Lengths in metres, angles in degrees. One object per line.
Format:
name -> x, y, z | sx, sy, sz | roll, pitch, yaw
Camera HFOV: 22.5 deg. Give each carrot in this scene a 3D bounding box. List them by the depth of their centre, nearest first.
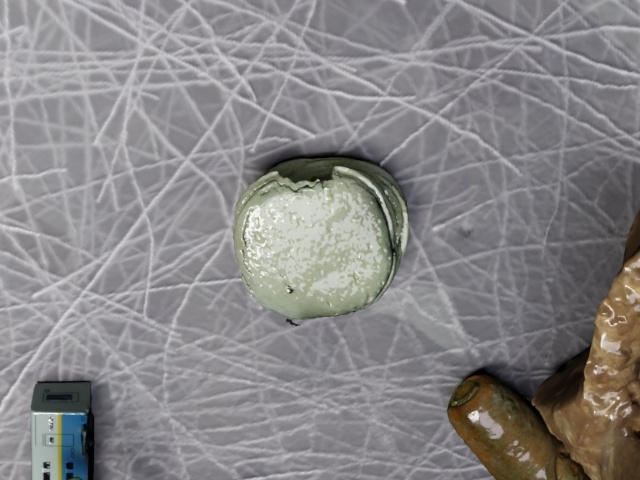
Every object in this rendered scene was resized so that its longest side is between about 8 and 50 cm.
carrot -> 0.223, 0.238, 1.396 | 0.070, 0.070, 0.342 | -36, 117, 10

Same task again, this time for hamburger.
hamburger -> 0.000, 0.000, 1.247 | 0.140, 0.062, 0.133 | 5, 114, -8

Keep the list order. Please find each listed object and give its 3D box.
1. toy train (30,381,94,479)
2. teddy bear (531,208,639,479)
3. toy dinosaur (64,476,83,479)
toy train -> -0.213, 0.229, 1.338 | 0.051, 0.052, 0.233 | 2, 117, -5
teddy bear -> 0.294, 0.126, 1.261 | 0.223, 0.246, 0.296 | 30, 122, 8
toy dinosaur -> -0.104, 0.359, 1.395 | 0.447, 0.087, 0.300 | 19, 106, -36
